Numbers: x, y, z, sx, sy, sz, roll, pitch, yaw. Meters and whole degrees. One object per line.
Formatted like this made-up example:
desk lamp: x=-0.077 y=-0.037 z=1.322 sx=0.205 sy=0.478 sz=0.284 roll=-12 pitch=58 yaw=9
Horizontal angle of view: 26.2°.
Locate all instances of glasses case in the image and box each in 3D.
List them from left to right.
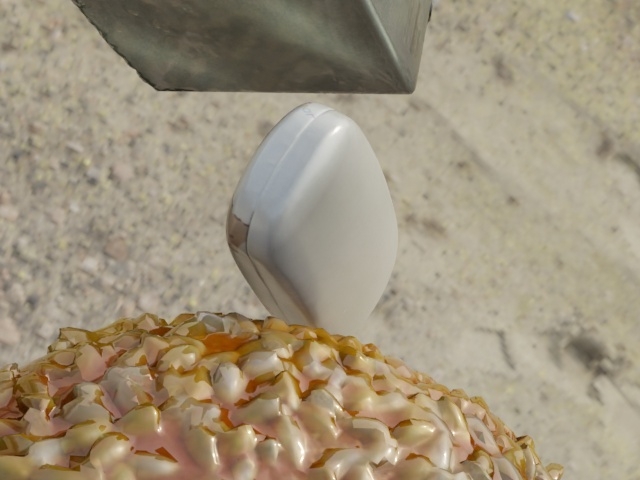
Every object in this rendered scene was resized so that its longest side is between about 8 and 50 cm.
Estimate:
glasses case: x=0.000 y=0.000 z=0.538 sx=0.041 sy=0.164 sz=0.063 roll=27 pitch=78 yaw=18

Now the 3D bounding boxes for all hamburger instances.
hamburger: x=-0.041 y=0.194 z=0.503 sx=0.330 sy=0.250 sz=0.330 roll=7 pitch=66 yaw=-17

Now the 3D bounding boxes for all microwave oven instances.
microwave oven: x=-0.038 y=-0.368 z=1.049 sx=0.236 sy=0.374 sz=0.432 roll=3 pitch=67 yaw=22
